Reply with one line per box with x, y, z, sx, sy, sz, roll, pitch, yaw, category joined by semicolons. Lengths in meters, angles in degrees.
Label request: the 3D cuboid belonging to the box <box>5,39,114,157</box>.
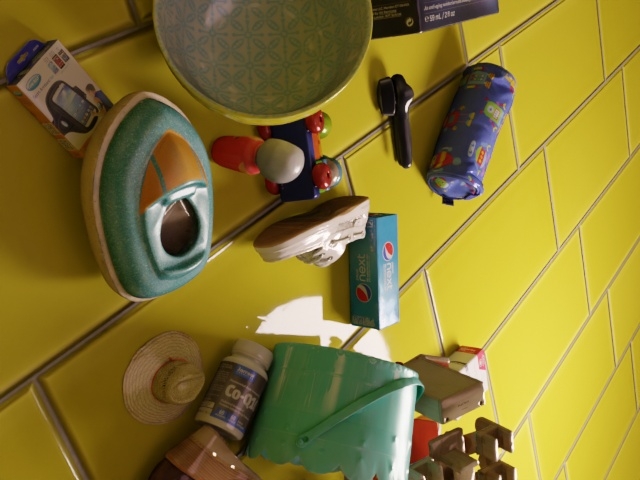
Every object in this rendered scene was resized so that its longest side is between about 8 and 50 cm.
-0.311;-0.174;0.901;0.081;0.028;0.136;-61;137;-26;box

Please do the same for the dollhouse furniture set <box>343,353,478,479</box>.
0.187;0.360;1.416;0.262;0.135;0.259;12;60;-24;dollhouse furniture set

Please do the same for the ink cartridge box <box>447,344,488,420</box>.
0.314;0.321;1.697;0.150;0.063;0.109;-28;116;-45;ink cartridge box

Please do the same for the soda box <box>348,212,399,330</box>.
0.100;0.056;1.400;0.071;0.067;0.210;-13;104;-50;soda box

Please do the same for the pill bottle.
-0.127;0.223;1.132;0.078;0.078;0.137;49;55;-42;pill bottle

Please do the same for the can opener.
0.153;-0.231;1.452;0.059;0.073;0.186;-94;173;-65;can opener

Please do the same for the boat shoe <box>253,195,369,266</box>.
0.000;0.000;1.247;0.277;0.098;0.096;-25;112;-48;boat shoe

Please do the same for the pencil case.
0.325;-0.226;1.598;0.133;0.119;0.306;28;71;-18;pencil case

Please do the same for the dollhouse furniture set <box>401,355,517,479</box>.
0.207;0.352;1.325;0.212;0.161;0.242;-16;106;-30;dollhouse furniture set

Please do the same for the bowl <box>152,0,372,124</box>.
-0.081;-0.279;1.043;0.156;0.289;0.289;117;-10;-77;bowl

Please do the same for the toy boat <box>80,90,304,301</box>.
-0.162;-0.076;0.986;0.318;0.148;0.267;-33;127;-46;toy boat

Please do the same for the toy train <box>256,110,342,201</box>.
-0.027;-0.193;1.205;0.143;0.105;0.248;-21;105;-64;toy train

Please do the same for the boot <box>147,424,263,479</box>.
-0.185;0.407;1.105;0.207;0.090;0.248;-47;131;-21;boot

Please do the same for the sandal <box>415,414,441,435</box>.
0.163;0.442;1.510;0.265;0.102;0.076;-59;134;-40;sandal

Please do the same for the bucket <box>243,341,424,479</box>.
0.025;0.278;1.187;0.281;0.281;0.183;30;68;-48;bucket

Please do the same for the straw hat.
-0.200;0.201;1.055;0.144;0.061;0.144;-7;99;-50;straw hat

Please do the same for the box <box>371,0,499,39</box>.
0.163;-0.523;1.320;0.296;0.182;0.294;-29;115;-46;box
